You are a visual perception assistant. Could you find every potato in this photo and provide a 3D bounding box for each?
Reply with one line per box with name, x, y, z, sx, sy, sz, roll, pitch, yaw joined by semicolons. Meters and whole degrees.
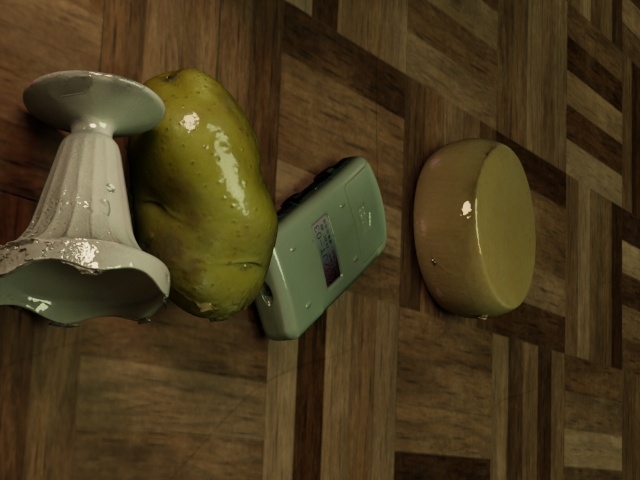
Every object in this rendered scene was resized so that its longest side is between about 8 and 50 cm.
potato;-0.122;-0.047;1.349;0.143;0.169;0.248;-17;108;-21

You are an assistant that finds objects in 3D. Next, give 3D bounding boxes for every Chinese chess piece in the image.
Chinese chess piece;0.231;-0.017;2.009;0.273;0.102;0.273;15;72;-60

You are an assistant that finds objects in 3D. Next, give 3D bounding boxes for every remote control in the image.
remote control;0.000;0.000;1.647;0.296;0.056;0.140;-44;126;-55

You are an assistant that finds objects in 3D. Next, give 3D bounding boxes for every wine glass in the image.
wine glass;-0.208;-0.037;1.195;0.165;0.165;0.196;30;56;-56
